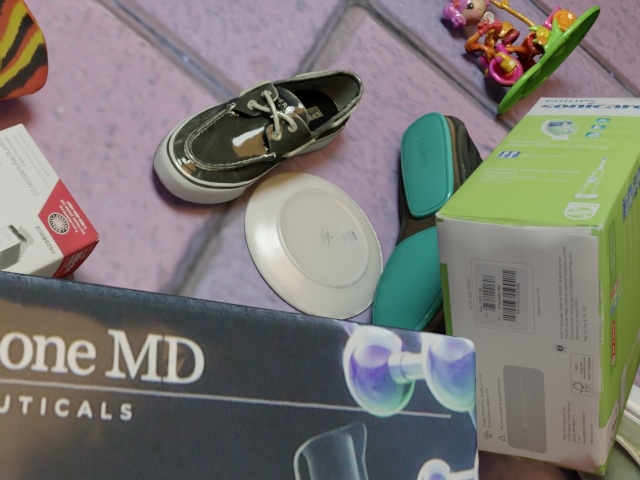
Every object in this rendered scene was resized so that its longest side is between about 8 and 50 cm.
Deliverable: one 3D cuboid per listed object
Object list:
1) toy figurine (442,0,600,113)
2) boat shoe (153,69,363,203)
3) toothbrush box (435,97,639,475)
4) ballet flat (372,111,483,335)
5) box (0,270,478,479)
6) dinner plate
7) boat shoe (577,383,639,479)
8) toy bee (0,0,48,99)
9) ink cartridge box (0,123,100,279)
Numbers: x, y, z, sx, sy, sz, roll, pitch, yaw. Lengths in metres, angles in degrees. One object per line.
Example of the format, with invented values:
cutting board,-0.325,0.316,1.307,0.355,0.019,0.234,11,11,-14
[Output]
toy figurine,0.204,-0.251,1.025,0.159,0.130,0.173,43,70,10
boat shoe,-0.046,-0.100,0.749,0.078,0.070,0.219,53,45,4
toothbrush box,0.206,0.019,0.743,0.283,0.122,0.206,-42,131,-50
ballet flat,0.115,0.002,0.801,0.096,0.095,0.280,42,45,-32
box,-0.103,0.230,0.364,0.293,0.212,0.395,10,71,-32
dinner plate,0.000,0.000,0.765,0.141,0.017,0.141,19,54,-29
boat shoe,0.302,0.247,0.783,0.302,0.109,0.094,51,48,-4
toy bee,-0.275,-0.119,0.505,0.195,0.162,0.298,3,29,6
ink cartridge box,-0.227,-0.003,0.566,0.135,0.056,0.099,-33,87,-44
